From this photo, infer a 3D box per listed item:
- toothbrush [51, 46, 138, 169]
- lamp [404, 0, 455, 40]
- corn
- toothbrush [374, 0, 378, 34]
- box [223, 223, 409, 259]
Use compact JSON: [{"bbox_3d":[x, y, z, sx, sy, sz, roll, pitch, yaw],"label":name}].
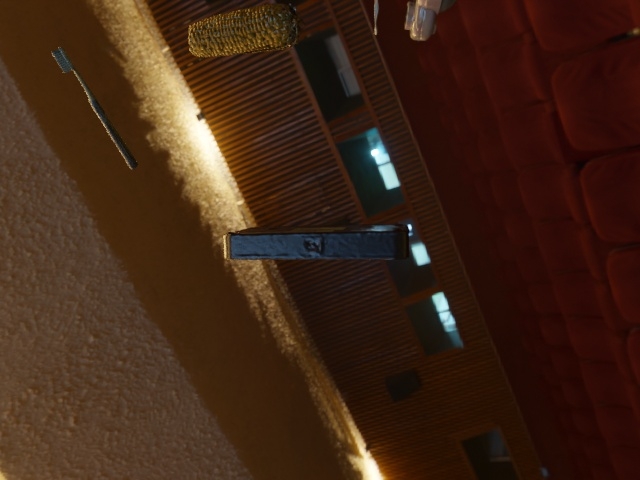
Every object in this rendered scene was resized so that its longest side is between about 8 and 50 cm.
[{"bbox_3d":[-0.345,-0.197,0.864,0.016,0.019,0.219,53,169,45],"label":"toothbrush"},{"bbox_3d":[0.252,-0.553,1.197,0.179,0.108,0.246,-72,-5,-56],"label":"lamp"},{"bbox_3d":[-0.191,-0.529,1.403,0.115,0.318,0.115,-1,-90,-73],"label":"corn"},{"bbox_3d":[0.158,-0.664,1.586,0.162,0.014,0.017,83,-152,-47],"label":"toothbrush"},{"bbox_3d":[0.000,0.000,1.103,0.211,0.350,0.058,-42,-50,-80],"label":"box"}]
